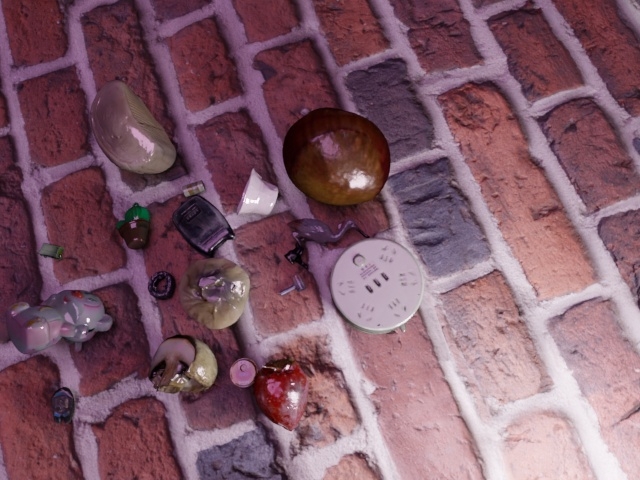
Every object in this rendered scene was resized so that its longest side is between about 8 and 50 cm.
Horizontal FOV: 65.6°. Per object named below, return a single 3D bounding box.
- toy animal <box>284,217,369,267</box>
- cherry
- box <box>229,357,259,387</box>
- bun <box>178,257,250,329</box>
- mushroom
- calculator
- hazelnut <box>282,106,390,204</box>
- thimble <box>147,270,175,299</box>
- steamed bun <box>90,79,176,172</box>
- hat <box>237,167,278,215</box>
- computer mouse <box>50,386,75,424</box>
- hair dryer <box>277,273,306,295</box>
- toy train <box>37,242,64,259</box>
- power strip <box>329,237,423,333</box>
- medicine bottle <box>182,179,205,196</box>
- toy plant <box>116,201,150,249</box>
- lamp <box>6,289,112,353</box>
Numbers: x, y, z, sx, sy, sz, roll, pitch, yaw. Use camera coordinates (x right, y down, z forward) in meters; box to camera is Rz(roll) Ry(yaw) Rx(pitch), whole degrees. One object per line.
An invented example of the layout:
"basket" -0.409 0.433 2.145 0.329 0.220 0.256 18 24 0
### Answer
"toy animal" 0.003 -0.026 1.908 0.323 0.090 0.195 -26 81 5
"cherry" -0.133 0.534 1.717 0.175 0.192 0.250 -24 79 33
"box" -0.277 0.481 1.810 0.105 0.037 0.106 -1 74 2
"bun" -0.396 0.187 1.833 0.272 0.168 0.273 1 80 -3
"mushroom" -0.471 0.446 1.769 0.266 0.164 0.190 -29 44 29
"calculator" -0.471 -0.063 1.971 0.177 0.040 0.268 -43 73 -11
"hazelnut" 0.061 -0.323 1.868 0.420 0.353 0.421 1 40 -1
"thimble" -0.606 0.172 1.897 0.095 0.066 0.105 -8 72 -1
"steamed bun" -0.771 -0.422 1.977 0.236 0.247 0.384 -35 81 5
"hat" -0.239 -0.169 1.930 0.126 0.203 0.203 21 76 -12
"computer mouse" -0.932 0.599 1.806 0.079 0.047 0.135 0 86 -3
"hair dryer" -0.117 0.178 1.889 0.114 0.037 0.063 -28 73 3
"toy train" -1.067 0.043 1.969 0.093 0.038 0.057 11 73 6
"power strip" 0.208 0.175 1.805 0.357 0.161 0.358 -1 75 2
"medicine bottle" -0.510 -0.209 2.005 0.083 0.047 0.047 -19 75 -2
"toy plant" -0.735 -0.059 1.952 0.142 0.105 0.201 -27 57 10
"lamp" -0.926 0.306 1.777 0.247 0.301 0.248 24 115 29
